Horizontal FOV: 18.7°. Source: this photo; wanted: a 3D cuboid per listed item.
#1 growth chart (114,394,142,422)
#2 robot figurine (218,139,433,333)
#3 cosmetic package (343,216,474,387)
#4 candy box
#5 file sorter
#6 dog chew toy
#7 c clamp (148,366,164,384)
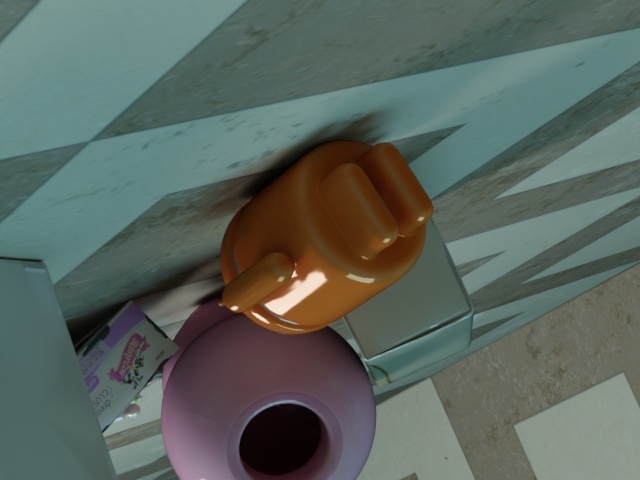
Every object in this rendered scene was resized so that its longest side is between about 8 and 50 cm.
[{"bbox_3d":[-0.275,0.186,2.089,0.172,0.021,0.237,-17,-173,-16],"label":"growth chart"},{"bbox_3d":[0.002,0.000,1.579,0.128,0.158,0.219,26,146,-21],"label":"robot figurine"},{"bbox_3d":[0.067,0.039,1.855,0.113,0.160,0.309,-25,169,1],"label":"cosmetic package"},{"bbox_3d":[-0.244,0.161,1.873,0.165,0.070,0.196,-48,-173,-36],"label":"candy box"},{"bbox_3d":[-0.299,0.131,1.406,0.173,0.193,0.277,-23,171,14],"label":"file sorter"},{"bbox_3d":[-0.066,0.147,1.924,0.206,0.206,0.332,-22,-162,-6],"label":"dog chew toy"},{"bbox_3d":[-0.209,0.160,2.292,0.137,0.022,0.160,-23,173,28],"label":"c clamp"}]
